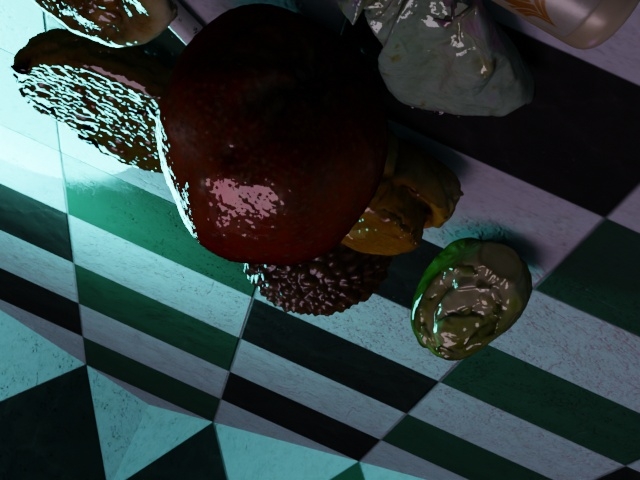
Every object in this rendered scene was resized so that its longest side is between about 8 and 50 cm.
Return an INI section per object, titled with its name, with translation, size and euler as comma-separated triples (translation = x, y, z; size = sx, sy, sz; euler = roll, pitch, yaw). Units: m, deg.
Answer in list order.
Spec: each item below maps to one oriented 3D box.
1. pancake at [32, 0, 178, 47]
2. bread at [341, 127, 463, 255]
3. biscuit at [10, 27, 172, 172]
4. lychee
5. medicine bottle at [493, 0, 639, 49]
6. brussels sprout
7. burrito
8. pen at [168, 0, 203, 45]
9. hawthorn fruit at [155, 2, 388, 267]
[pancake]
translation = -0.268, -0.296, 1.768
size = 0.282, 0.049, 0.282
euler = 33, 160, 14
[bread]
translation = 0.040, -0.071, 1.972
size = 0.236, 0.120, 0.198
euler = 30, 165, -16
[biscuit]
translation = -0.245, -0.175, 2.127
size = 0.296, 0.075, 0.296
euler = 19, 162, 7
[lychee]
translation = 0.000, 0.000, 2.151
size = 0.200, 0.238, 0.200
euler = 13, 119, 25
[medicine bottle]
translation = 0.129, -0.250, 1.297
size = 0.252, 0.114, 0.114
euler = 28, 163, -12
[brussels sprout]
translation = 0.193, 0.066, 2.162
size = 0.131, 0.145, 0.183
euler = 48, 120, 4
[burrito]
translation = 0.109, -0.193, 1.561
size = 0.144, 0.089, 0.229
euler = 3, 158, 19
[pen]
translation = -0.146, -0.232, 1.889
size = 0.033, 0.033, 0.269
euler = 12, 159, 37
[hawthorn fruit]
translation = -0.067, -0.085, 1.774
size = 0.254, 0.254, 0.300
euler = 27, 136, -8
